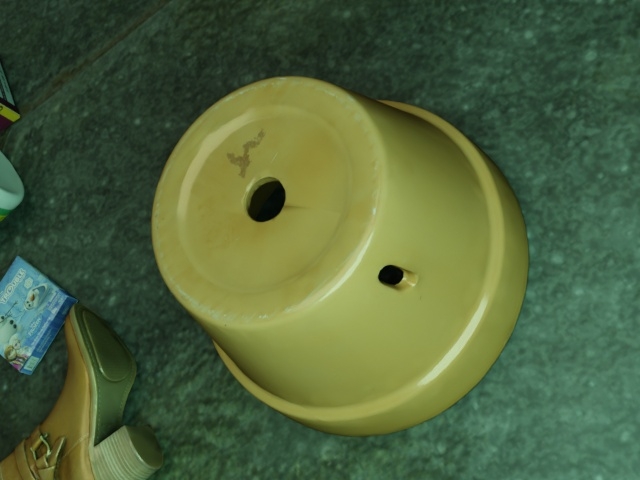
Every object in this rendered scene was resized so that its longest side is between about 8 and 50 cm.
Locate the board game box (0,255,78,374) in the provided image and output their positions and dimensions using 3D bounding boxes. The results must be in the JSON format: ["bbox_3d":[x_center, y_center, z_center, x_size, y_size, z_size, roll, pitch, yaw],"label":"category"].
[{"bbox_3d":[-0.303,0.075,1.145,0.090,0.020,0.090,31,88,33],"label":"board game box"}]

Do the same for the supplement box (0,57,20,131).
[{"bbox_3d":[-0.443,-0.140,1.258,0.188,0.081,0.104,-32,61,14],"label":"supplement box"}]

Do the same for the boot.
[{"bbox_3d":[-0.242,0.170,1.052,0.152,0.073,0.197,-35,57,17],"label":"boot"}]

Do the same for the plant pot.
[{"bbox_3d":[0.000,0.000,0.909,0.290,0.203,0.291,-9,70,25],"label":"plant pot"}]

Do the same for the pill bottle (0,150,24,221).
[{"bbox_3d":[-0.425,-0.019,1.185,0.208,0.117,0.118,-41,59,9],"label":"pill bottle"}]
